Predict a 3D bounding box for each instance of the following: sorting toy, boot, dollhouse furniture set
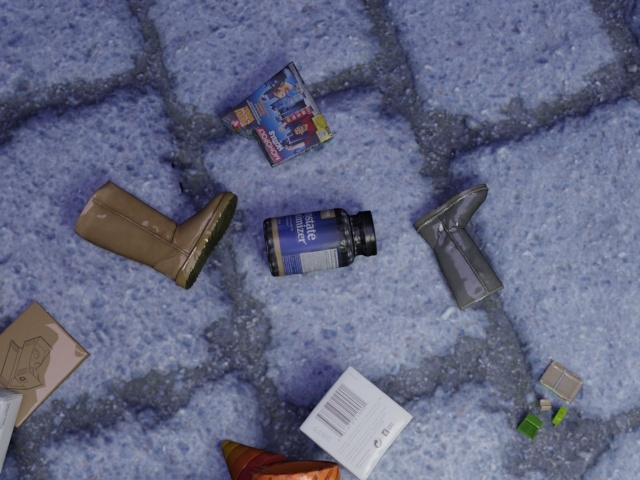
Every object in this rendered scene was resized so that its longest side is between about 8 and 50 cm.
[{"bbox_3d":[-0.237,0.476,1.596,0.366,0.127,0.126,-26,47,-36],"label":"sorting toy"},{"bbox_3d":[-0.339,-0.053,1.782,0.270,0.089,0.236,29,79,9],"label":"boot"},{"bbox_3d":[0.452,0.321,1.704,0.076,0.058,0.151,33,60,16],"label":"dollhouse furniture set"},{"bbox_3d":[0.311,0.012,1.755,0.190,0.076,0.208,-35,71,8],"label":"boot"}]

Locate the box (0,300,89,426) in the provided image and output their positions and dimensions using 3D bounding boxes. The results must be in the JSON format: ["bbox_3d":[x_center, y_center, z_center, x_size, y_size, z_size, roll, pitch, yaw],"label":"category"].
[{"bbox_3d":[-0.597,0.250,1.749,0.164,0.021,0.201,42,80,10],"label":"box"}]

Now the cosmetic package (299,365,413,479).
[{"bbox_3d":[0.067,0.348,1.624,0.151,0.183,0.151,38,80,11],"label":"cosmetic package"}]

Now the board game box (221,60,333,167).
[{"bbox_3d":[-0.101,-0.253,1.837,0.194,0.060,0.194,-26,77,-4],"label":"board game box"}]

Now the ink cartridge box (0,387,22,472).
[{"bbox_3d":[-0.727,0.354,1.674,0.237,0.100,0.172,15,87,6],"label":"ink cartridge box"}]

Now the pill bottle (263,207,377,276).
[{"bbox_3d":[0.000,0.000,1.742,0.219,0.123,0.122,-9,76,-1],"label":"pill bottle"}]

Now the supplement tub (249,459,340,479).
[{"bbox_3d":[-0.035,0.574,1.530,0.207,0.207,0.338,-5,83,0],"label":"supplement tub"}]
